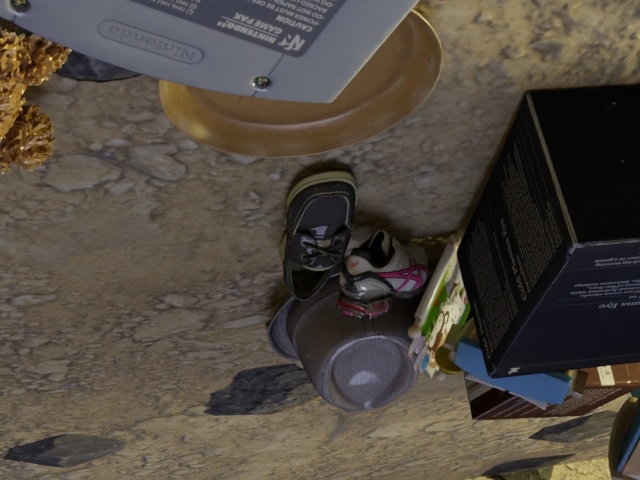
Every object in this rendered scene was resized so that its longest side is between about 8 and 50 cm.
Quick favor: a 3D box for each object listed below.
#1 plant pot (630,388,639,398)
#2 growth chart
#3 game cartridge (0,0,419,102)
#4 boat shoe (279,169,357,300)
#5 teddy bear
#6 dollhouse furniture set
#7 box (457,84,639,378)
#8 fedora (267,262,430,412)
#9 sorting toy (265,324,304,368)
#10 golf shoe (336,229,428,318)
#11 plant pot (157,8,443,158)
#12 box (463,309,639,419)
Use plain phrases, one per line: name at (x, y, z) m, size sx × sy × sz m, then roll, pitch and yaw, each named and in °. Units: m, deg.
plant pot at (0.649, 0.191, 1.577) m, size 0.165 × 0.166 × 0.234 m, roll 10°, pitch 142°, yaw -36°
growth chart at (0.159, 0.097, 1.225) m, size 0.021 × 0.172 × 0.237 m, roll 16°, pitch 161°, yaw 21°
game cartridge at (-0.084, -0.186, 0.599) m, size 0.297 × 0.062 × 0.198 m, roll 14°, pitch 146°, yaw -29°
boat shoe at (-0.001, 0.000, 1.045) m, size 0.080 × 0.073 × 0.223 m, roll -3°, pitch 155°, yaw -13°
teddy bear at (-0.316, -0.065, 0.705) m, size 0.338 × 0.113 × 0.245 m, roll -30°, pitch 177°, yaw 26°
dollhouse furniture set at (0.325, 0.133, 1.244) m, size 0.303 × 0.286 × 0.198 m, roll 19°, pitch 138°, yaw 13°
box at (0.356, -0.006, 1.009) m, size 0.343 × 0.179 × 0.312 m, roll -4°, pitch 150°, yaw -9°
fedora at (0.055, 0.146, 1.268) m, size 0.243 × 0.124 × 0.275 m, roll -4°, pitch 144°, yaw -11°
sorting toy at (0.039, 0.150, 1.422) m, size 0.208 × 0.038 × 0.193 m, roll -12°, pitch 155°, yaw 7°
golf shoe at (0.083, 0.027, 1.102) m, size 0.067 × 0.086 × 0.186 m, roll 15°, pitch -160°, yaw 24°
plant pot at (-0.018, -0.142, 0.786) m, size 0.236 × 0.032 × 0.236 m, roll -8°, pitch 155°, yaw -4°
box at (0.330, 0.160, 1.386) m, size 0.203 × 0.168 × 0.167 m, roll 1°, pitch 154°, yaw -22°
